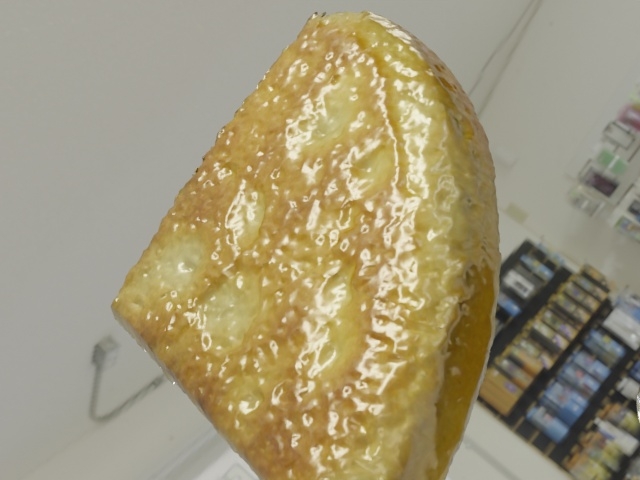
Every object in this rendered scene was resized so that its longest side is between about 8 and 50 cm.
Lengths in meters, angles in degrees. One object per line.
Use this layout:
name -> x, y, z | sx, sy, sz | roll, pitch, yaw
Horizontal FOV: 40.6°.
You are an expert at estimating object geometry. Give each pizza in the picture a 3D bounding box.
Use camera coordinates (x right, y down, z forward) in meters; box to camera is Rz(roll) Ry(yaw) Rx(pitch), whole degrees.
pizza -> 0.024, 0.003, 0.480 | 0.087, 0.268, 0.257 | 33, -88, -42

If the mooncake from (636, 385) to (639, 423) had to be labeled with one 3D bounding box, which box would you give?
mooncake -> 0.301, 0.102, 0.406 | 0.155, 0.284, 0.284 | -54, -15, -17
